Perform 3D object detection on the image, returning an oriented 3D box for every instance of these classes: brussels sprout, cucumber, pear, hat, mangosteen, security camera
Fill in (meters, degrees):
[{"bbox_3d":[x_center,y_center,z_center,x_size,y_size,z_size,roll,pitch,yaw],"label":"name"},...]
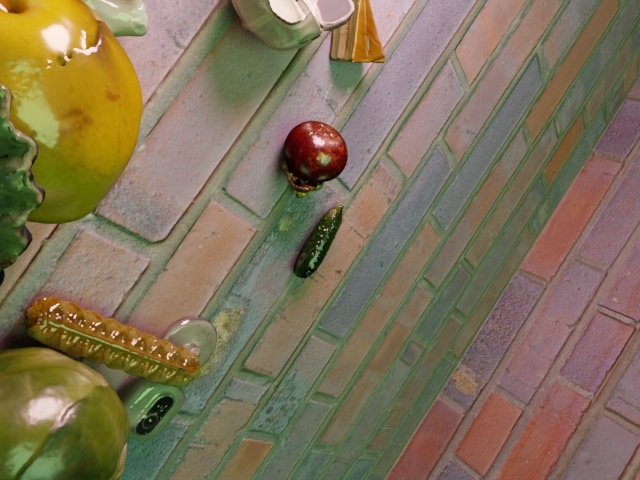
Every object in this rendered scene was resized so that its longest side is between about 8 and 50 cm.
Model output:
[{"bbox_3d":[-0.483,0.342,0.764,0.289,0.281,0.355,-54,149,-17],"label":"brussels sprout"},{"bbox_3d":[0.000,0.000,1.206,0.069,0.069,0.228,37,81,-47],"label":"cucumber"},{"bbox_3d":[-0.390,-0.169,0.601,0.284,0.336,0.285,11,70,-31],"label":"pear"},{"bbox_3d":[-0.060,-0.478,0.832,0.232,0.160,0.275,51,51,-44],"label":"hat"},{"bbox_3d":[-0.029,-0.188,1.039,0.156,0.181,0.146,-32,90,-49],"label":"mangosteen"},{"bbox_3d":[-0.346,0.317,1.045,0.302,0.080,0.157,-52,137,-12],"label":"security camera"}]

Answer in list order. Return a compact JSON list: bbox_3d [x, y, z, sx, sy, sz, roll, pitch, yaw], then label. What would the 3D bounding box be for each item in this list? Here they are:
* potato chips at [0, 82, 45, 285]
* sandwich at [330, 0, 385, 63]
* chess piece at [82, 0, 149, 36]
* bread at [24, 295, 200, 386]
[{"bbox_3d":[-0.493,-0.047,0.444,0.428,0.070,0.359,-4,110,-3],"label":"potato chips"},{"bbox_3d":[0.093,-0.486,1.014,0.113,0.079,0.164,-16,121,-39],"label":"sandwich"},{"bbox_3d":[-0.310,-0.412,0.638,0.175,0.176,0.298,6,121,-45],"label":"chess piece"},{"bbox_3d":[-0.395,0.210,0.899,0.367,0.077,0.084,37,91,-38],"label":"bread"}]
